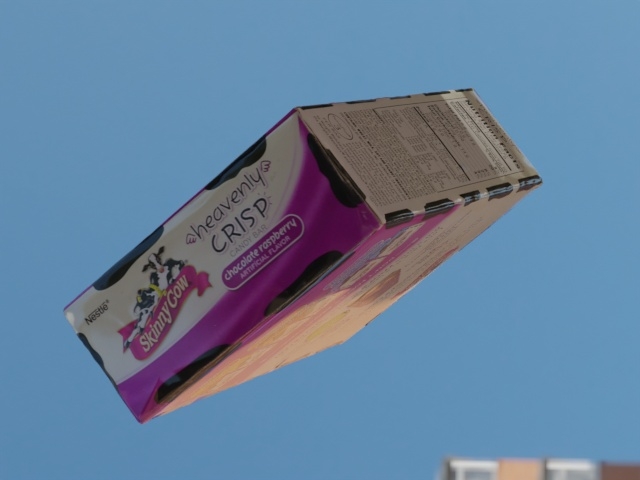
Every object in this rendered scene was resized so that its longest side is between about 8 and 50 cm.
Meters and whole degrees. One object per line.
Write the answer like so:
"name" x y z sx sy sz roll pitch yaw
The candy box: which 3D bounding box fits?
"candy box" 0.000 0.000 0.908 0.071 0.159 0.233 55 -157 10
